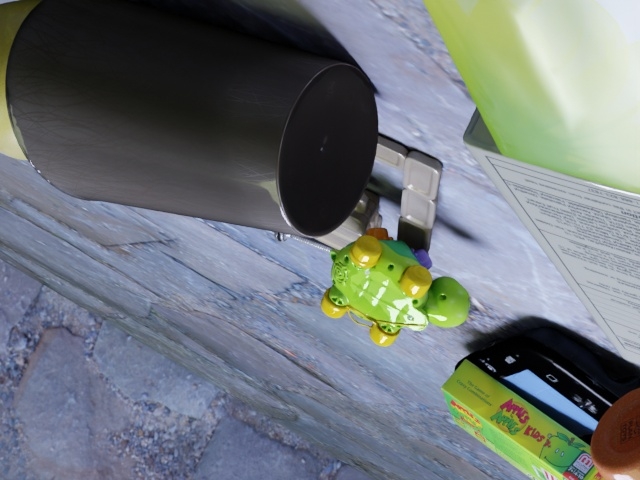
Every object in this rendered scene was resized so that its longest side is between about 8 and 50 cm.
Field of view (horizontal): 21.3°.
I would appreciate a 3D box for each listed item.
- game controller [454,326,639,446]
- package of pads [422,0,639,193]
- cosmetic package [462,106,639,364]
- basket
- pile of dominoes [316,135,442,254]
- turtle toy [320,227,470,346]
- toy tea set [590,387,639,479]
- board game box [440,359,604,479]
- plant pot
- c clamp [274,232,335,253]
[{"bbox_3d":[0.234,0.158,1.735,0.166,0.067,0.319,28,166,-3],"label":"game controller"},{"bbox_3d":[0.143,-0.117,0.657,0.229,0.101,0.296,18,160,33],"label":"package of pads"},{"bbox_3d":[0.213,-0.022,0.940,0.153,0.129,0.296,18,163,32],"label":"cosmetic package"},{"bbox_3d":[-0.084,-0.086,1.259,0.227,0.154,0.204,15,164,31],"label":"basket"},{"bbox_3d":[0.014,-0.061,1.450,0.196,0.040,0.251,26,159,10],"label":"pile of dominoes"},{"bbox_3d":[0.066,0.039,1.457,0.130,0.066,0.095,30,134,0],"label":"turtle toy"},{"bbox_3d":[0.327,0.118,1.111,0.124,0.200,0.336,43,156,-24],"label":"toy tea set"},{"bbox_3d":[0.211,0.203,1.747,0.181,0.043,0.092,35,164,28],"label":"board game box"},{"bbox_3d":[-0.224,-0.144,1.396,0.095,0.134,0.134,-23,134,38],"label":"plant pot"},{"bbox_3d":[0.000,0.000,1.690,0.161,0.022,0.137,22,166,22],"label":"c clamp"}]
